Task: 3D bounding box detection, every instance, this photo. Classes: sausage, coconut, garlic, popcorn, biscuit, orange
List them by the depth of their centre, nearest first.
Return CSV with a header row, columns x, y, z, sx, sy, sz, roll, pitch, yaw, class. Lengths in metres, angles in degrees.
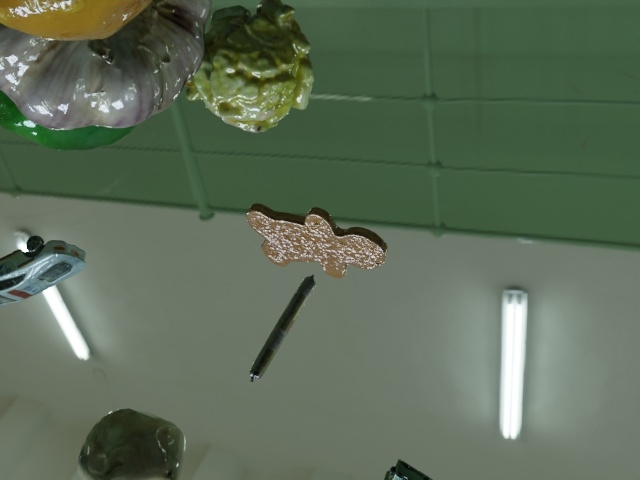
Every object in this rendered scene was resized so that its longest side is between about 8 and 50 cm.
x,y,z,sx,sy,sz,roll,pitch,yaw,class
-0.104,-0.118,0.325,0.086,0.062,0.086,-5,-140,5,orange
-0.227,-0.215,0.724,0.245,0.244,0.160,-36,-167,-29,garlic
-0.105,-0.249,1.087,0.188,0.167,0.185,19,-128,41,popcorn
0.000,-0.001,1.305,0.250,0.165,0.036,6,-130,27,biscuit
-0.379,0.451,1.553,0.224,0.224,0.224,-7,-141,5,coconut
-0.080,0.185,1.614,0.033,0.033,0.269,19,-111,32,sausage

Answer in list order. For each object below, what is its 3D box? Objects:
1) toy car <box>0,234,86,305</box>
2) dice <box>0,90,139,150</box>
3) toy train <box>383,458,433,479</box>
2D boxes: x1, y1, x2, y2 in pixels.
x,y,z,sx,sy,sz,roll,pitch,yaw,class
-0.436,0.053,1.090,0.205,0.095,0.056,-24,-112,9,toy car
-0.521,-0.377,1.541,0.297,0.287,0.300,-15,-125,-47,dice
0.162,0.446,1.390,0.093,0.056,0.038,34,-142,-9,toy train
